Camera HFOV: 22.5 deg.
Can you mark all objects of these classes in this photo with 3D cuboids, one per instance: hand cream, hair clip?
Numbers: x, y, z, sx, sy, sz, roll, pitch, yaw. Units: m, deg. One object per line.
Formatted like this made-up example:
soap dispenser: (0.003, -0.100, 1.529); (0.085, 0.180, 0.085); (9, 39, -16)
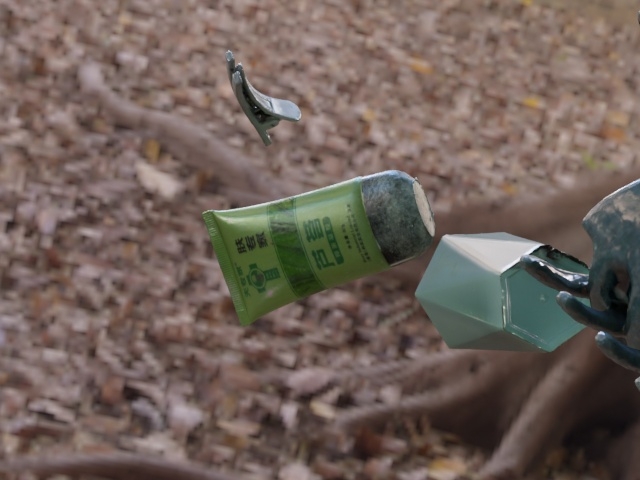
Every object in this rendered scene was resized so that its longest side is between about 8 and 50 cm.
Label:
hand cream: (0.000, 0.000, 1.216); (0.175, 0.095, 0.046); (-17, 7, 20)
hair clip: (-0.047, -0.113, 1.249); (0.030, 0.039, 0.115); (62, 4, 23)
hair clip: (0.362, 0.046, 1.359); (0.392, 0.238, 0.318); (35, 12, -45)

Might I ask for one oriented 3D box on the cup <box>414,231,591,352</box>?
cup: (0.208, 0.055, 1.732); (0.134, 0.148, 0.235); (24, -7, -13)
